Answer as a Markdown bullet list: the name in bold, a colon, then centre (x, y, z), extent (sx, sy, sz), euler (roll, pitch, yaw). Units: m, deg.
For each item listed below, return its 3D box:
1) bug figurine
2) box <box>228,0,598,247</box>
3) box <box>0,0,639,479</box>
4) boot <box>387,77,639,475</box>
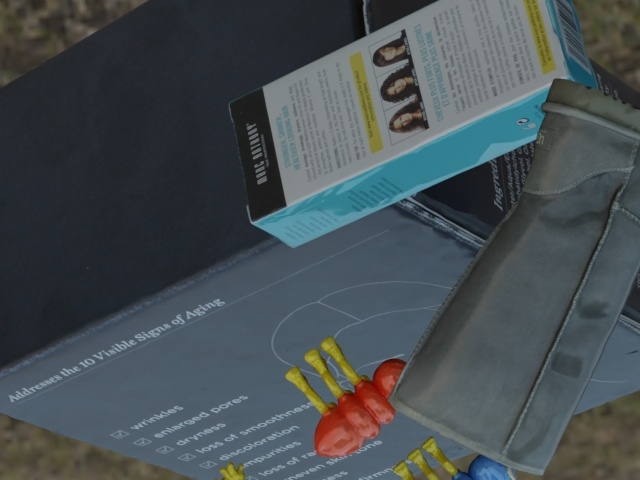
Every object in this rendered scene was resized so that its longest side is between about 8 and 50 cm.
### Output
- **bug figurine**: centre (0.033, 0.186, 1.436), extent (0.216, 0.072, 0.279), euler (-42, 144, 3)
- **box**: centre (0.060, -0.090, 1.339), extent (0.244, 0.100, 0.060), euler (-24, 150, 23)
- **box**: centre (0.000, 0.000, 1.763), extent (0.480, 0.297, 0.472), euler (-25, 148, 32)
- **boot**: centre (0.160, 0.035, 1.103), extent (0.190, 0.208, 0.076), euler (22, 179, -6)
